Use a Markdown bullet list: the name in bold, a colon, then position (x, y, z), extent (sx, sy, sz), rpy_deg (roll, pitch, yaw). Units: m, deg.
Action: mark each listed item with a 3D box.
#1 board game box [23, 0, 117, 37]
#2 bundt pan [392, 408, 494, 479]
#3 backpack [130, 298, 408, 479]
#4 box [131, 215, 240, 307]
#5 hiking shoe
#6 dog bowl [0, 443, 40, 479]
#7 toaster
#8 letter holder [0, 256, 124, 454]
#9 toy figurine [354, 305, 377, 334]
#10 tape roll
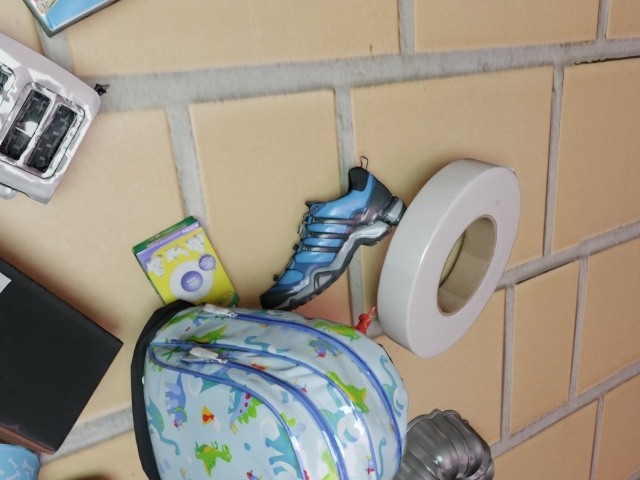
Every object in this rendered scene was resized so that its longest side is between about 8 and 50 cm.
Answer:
- **board game box**: position (-0.301, -0.422, 0.544), extent (0.224, 0.098, 0.303), rpy_deg (-39, 120, -15)
- **bundt pan**: position (0.276, 0.571, 1.148), extent (0.331, 0.124, 0.330), rpy_deg (-9, 109, -28)
- **backpack**: position (-0.069, 0.222, 0.612), extent (0.273, 0.356, 0.289), rpy_deg (-22, 107, -70)
- **box**: position (-0.201, 0.065, 0.772), extent (0.105, 0.043, 0.179), rpy_deg (-32, 120, -19)
- **hiking shoe**: position (0.000, 0.000, 0.853), extent (0.304, 0.113, 0.132), rpy_deg (-42, 93, -9)
- **dog bowl**: position (-0.511, 0.358, 0.612), extent (0.298, 0.074, 0.165), rpy_deg (-14, 136, -24)
- **toaster**: position (-0.362, -0.150, 0.576), extent (0.168, 0.110, 0.185), rpy_deg (29, 88, -34)
- **letter holder**: position (-0.445, 0.113, 0.596), extent (0.302, 0.215, 0.151), rpy_deg (49, 46, -32)
- **toy figurine**: position (-0.077, 0.225, 0.852), extent (0.191, 0.217, 0.362), rpy_deg (-53, 167, -53)
- **tape roll**: position (0.255, 0.036, 0.944), extent (0.392, 0.072, 0.391), rpy_deg (-26, 128, -38)
